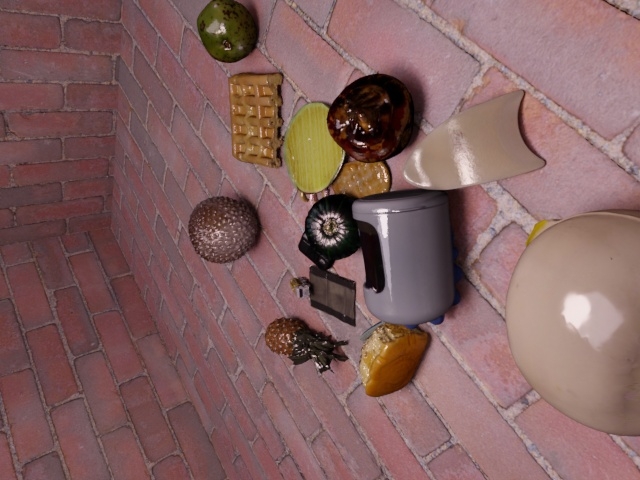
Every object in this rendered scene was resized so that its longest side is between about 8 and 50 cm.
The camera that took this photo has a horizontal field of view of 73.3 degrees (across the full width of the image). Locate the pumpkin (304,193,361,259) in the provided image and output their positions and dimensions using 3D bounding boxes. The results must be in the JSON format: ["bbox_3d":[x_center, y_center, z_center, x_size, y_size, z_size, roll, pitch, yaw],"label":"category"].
[{"bbox_3d":[0.046,-0.042,1.310,0.201,0.140,0.202,0,89,16],"label":"pumpkin"}]

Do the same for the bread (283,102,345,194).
[{"bbox_3d":[-0.020,-0.299,1.392,0.301,0.045,0.302,7,99,48],"label":"bread"}]

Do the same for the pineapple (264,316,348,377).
[{"bbox_3d":[-0.060,0.390,1.598,0.364,0.165,0.166,10,109,48],"label":"pineapple"}]

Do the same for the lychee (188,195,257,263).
[{"bbox_3d":[-0.401,-0.053,1.778,0.300,0.300,0.300,20,117,46],"label":"lychee"}]

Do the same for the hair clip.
[{"bbox_3d":[0.322,-0.199,0.967,0.282,0.113,0.173,-16,89,51],"label":"hair clip"}]

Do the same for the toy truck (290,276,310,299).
[{"bbox_3d":[-0.077,0.176,1.601,0.123,0.062,0.052,-134,39,-71],"label":"toy truck"}]

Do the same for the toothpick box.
[{"bbox_3d":[0.228,0.056,1.088,0.263,0.263,0.355,6,107,50],"label":"toothpick box"}]

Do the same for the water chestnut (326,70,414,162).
[{"bbox_3d":[0.127,-0.305,1.084,0.223,0.238,0.224,-2,85,20],"label":"water chestnut"}]

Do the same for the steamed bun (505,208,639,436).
[{"bbox_3d":[0.485,0.133,0.720,0.334,0.333,0.374,20,117,46],"label":"steamed bun"}]

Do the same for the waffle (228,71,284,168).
[{"bbox_3d":[-0.250,-0.451,1.620,0.304,0.077,0.348,22,118,47],"label":"waffle"}]

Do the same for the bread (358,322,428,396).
[{"bbox_3d":[0.206,0.345,1.252,0.121,0.174,0.246,-122,38,-52],"label":"bread"}]

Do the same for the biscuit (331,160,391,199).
[{"bbox_3d":[0.114,-0.181,1.297,0.247,0.029,0.119,-2,101,51],"label":"biscuit"}]

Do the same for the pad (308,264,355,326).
[{"bbox_3d":[0.038,0.195,1.522,0.233,0.022,0.174,18,116,46],"label":"pad"}]

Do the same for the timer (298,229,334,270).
[{"bbox_3d":[0.000,0.000,1.458,0.144,0.055,0.187,40,130,21],"label":"timer"}]

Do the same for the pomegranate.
[{"bbox_3d":[-0.332,-0.765,1.546,0.248,0.214,0.214,-93,24,-43],"label":"pomegranate"}]

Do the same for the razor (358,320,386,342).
[{"bbox_3d":[0.179,0.282,1.366,0.068,0.037,0.191,30,143,-11],"label":"razor"}]

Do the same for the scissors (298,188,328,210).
[{"bbox_3d":[-0.022,-0.106,1.494,0.160,0.024,0.318,12,112,48],"label":"scissors"}]
